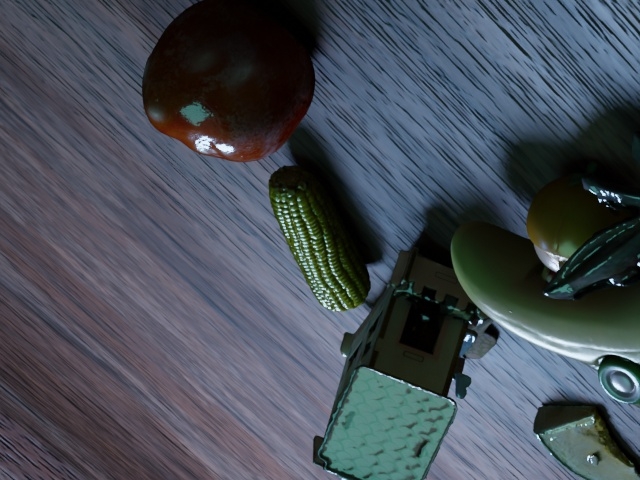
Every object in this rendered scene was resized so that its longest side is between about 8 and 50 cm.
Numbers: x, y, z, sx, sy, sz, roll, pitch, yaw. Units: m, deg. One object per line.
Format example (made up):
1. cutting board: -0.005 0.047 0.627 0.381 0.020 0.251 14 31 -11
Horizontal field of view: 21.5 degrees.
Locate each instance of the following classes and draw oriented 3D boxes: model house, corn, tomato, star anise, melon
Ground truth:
1. model house: 0.101 0.192 2.052 0.169 0.244 0.326 24 152 -3
2. corn: 0.000 0.000 2.042 0.080 0.080 0.231 14 146 33
3. tomato: -0.093 -0.165 1.774 0.187 0.187 0.151 41 130 -16
4. star anise: 0.334 -0.004 1.564 0.198 0.257 0.110 48 -172 21
5. melon: 0.356 0.278 2.173 0.098 0.054 0.182 -13 130 35

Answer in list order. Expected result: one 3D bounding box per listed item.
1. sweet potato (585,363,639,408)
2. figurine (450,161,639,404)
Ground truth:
1. sweet potato: 0.306 0.111 1.899 0.244 0.077 0.077 41 152 -10
2. figurine: 0.276 0.033 1.729 0.324 0.124 0.222 19 136 31
